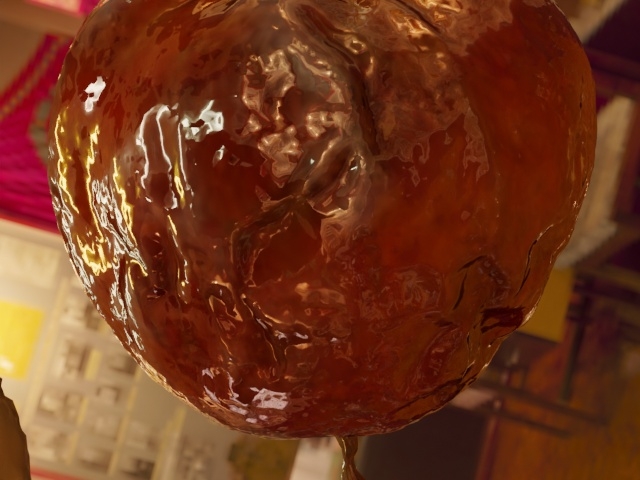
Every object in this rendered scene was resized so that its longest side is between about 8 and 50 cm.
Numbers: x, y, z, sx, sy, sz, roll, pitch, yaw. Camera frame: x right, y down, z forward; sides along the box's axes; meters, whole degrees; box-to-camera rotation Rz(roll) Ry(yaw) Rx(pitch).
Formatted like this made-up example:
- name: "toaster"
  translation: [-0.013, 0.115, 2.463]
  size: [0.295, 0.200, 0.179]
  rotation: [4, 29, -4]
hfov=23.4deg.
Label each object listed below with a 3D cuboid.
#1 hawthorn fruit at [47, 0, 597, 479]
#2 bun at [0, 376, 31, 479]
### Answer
- name: "hawthorn fruit"
  translation: [0.000, 0.000, 0.680]
  size: [0.242, 0.242, 0.271]
  rotation: [-89, -2, -67]
- name: "bun"
  translation: [-0.213, 0.124, 0.389]
  size: [0.211, 0.360, 0.359]
  rotation: [58, -139, -59]
